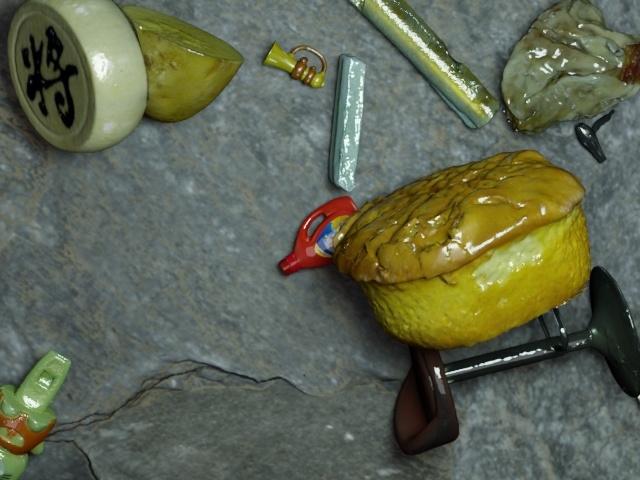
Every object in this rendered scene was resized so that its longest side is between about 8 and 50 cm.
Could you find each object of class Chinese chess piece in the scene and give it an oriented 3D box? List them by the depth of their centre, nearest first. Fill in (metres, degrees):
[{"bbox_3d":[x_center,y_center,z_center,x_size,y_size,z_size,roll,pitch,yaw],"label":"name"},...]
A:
[{"bbox_3d":[-0.377,-0.263,1.543,0.104,0.257,0.257,-26,100,-41],"label":"Chinese chess piece"}]

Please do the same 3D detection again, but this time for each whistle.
[{"bbox_3d":[0.169,-0.318,1.649,0.068,0.057,0.326,-45,97,3],"label":"whistle"},{"bbox_3d":[-0.038,-0.294,1.660,0.109,0.057,0.046,24,140,-14],"label":"whistle"},{"bbox_3d":[-0.514,0.311,1.675,0.131,0.106,0.288,34,95,-13],"label":"whistle"}]

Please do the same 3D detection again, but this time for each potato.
[{"bbox_3d":[-0.240,-0.265,1.593,0.203,0.178,0.158,15,113,-17],"label":"potato"}]

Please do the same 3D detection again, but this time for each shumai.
[{"bbox_3d":[0.404,-0.280,1.586,0.218,0.185,0.184,-34,105,-11],"label":"shumai"}]

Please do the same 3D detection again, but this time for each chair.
[{"bbox_3d":[0.298,0.200,1.638,0.400,0.226,0.227,-16,98,0],"label":"chair"}]

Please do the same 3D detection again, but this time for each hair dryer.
[{"bbox_3d":[0.479,-0.184,1.698,0.083,0.031,0.079,-43,108,-5],"label":"hair dryer"}]

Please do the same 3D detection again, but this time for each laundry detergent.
[{"bbox_3d":[0.000,0.000,1.687,0.165,0.049,0.097,-32,90,2],"label":"laundry detergent"}]

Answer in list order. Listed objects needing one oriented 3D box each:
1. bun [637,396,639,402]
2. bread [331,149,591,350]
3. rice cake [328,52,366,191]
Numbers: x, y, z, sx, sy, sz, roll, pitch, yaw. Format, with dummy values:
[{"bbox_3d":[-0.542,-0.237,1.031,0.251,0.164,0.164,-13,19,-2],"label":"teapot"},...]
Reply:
[{"bbox_3d":[0.646,0.250,1.707,0.193,0.128,0.179,-1,99,0],"label":"bun"},{"bbox_3d":[0.217,0.005,1.542,0.398,0.398,0.215,-23,106,1],"label":"bread"},{"bbox_3d":[0.044,-0.196,1.647,0.040,0.085,0.226,4,97,-10],"label":"rice cake"}]
